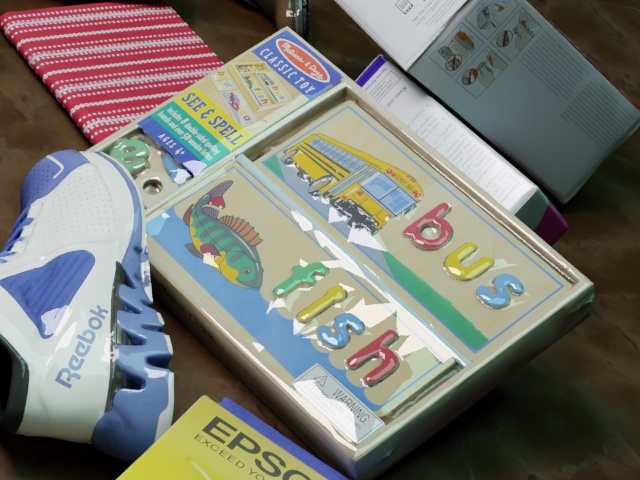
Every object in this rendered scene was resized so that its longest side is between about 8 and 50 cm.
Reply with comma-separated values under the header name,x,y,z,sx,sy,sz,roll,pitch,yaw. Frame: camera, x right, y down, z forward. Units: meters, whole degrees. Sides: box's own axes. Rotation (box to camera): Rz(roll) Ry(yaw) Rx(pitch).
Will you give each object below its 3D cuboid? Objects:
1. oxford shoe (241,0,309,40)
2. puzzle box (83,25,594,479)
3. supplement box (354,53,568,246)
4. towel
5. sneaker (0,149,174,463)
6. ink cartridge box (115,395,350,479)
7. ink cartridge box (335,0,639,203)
name,x,y,z,sx,sy,sz,roll,pitch,yaw
oxford shoe,-0.070,-0.284,2.032,0.096,0.083,0.227,-13,42,-13
puzzle box,0.000,0.000,1.590,0.272,0.052,0.409,-35,58,-24
supplement box,0.110,-0.055,1.724,0.220,0.114,0.111,42,1,31
towel,-0.178,-0.154,1.825,0.199,0.031,0.275,-10,43,-34
sneaker,-0.230,0.041,1.442,0.182,0.127,0.315,6,38,-24
ink cartridge box,0.001,0.238,1.294,0.304,0.072,0.307,33,33,8
ink cartridge box,0.141,-0.215,1.851,0.309,0.130,0.272,34,12,-47
